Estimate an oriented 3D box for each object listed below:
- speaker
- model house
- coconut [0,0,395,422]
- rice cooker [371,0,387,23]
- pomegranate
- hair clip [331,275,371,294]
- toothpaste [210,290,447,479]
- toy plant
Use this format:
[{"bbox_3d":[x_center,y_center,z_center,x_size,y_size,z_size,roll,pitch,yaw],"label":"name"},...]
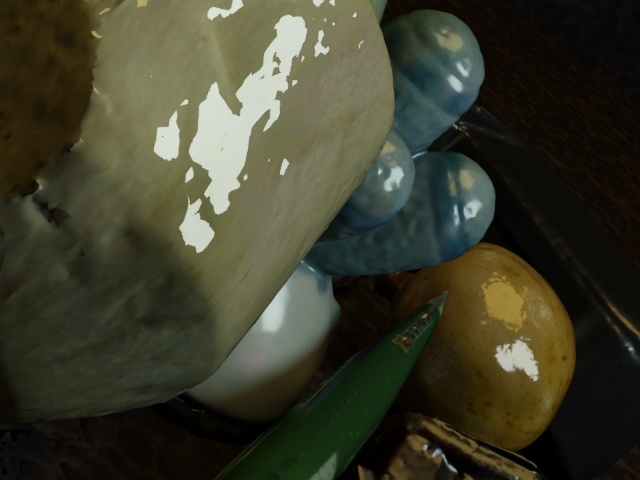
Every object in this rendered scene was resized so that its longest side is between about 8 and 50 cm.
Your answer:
[{"bbox_3d":[0.179,0.026,1.673,0.388,0.180,0.184,55,10,35],"label":"speaker"},{"bbox_3d":[0.087,0.224,1.262,0.203,0.141,0.164,21,43,3],"label":"model house"},{"bbox_3d":[-0.160,-0.105,1.027,0.415,0.344,0.415,4,61,-7],"label":"coconut"},{"bbox_3d":[-0.079,-0.176,1.500,0.264,0.316,0.316,24,27,-44],"label":"rice cooker"},{"bbox_3d":[0.127,0.088,1.511,0.196,0.196,0.196,36,21,-16],"label":"pomegranate"},{"bbox_3d":[0.000,0.000,1.604,0.106,0.084,0.292,63,18,5],"label":"hair clip"},{"bbox_3d":[-0.008,0.140,1.196,0.061,0.099,0.392,36,33,10],"label":"toothpaste"},{"bbox_3d":[-0.012,-0.042,1.280,0.247,0.332,0.247,38,19,-15],"label":"toy plant"}]
